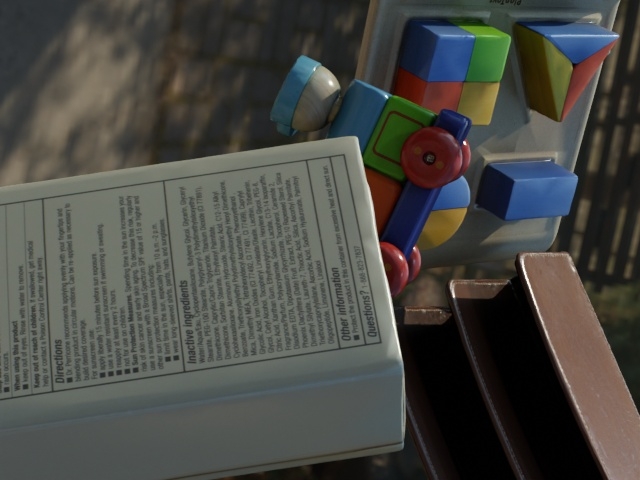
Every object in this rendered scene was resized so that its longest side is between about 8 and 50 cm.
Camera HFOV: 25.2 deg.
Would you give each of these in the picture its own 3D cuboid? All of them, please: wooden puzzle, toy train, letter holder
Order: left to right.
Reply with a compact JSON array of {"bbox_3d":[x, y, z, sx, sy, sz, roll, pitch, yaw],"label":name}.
[{"bbox_3d":[0.000,0.000,1.031,0.248,0.143,0.105,-65,173,8],"label":"toy train"},{"bbox_3d":[0.166,-0.107,1.446,0.322,0.080,0.348,-6,123,-36],"label":"wooden puzzle"},{"bbox_3d":[0.203,0.176,1.449,0.214,0.152,0.302,3,62,-55],"label":"letter holder"}]

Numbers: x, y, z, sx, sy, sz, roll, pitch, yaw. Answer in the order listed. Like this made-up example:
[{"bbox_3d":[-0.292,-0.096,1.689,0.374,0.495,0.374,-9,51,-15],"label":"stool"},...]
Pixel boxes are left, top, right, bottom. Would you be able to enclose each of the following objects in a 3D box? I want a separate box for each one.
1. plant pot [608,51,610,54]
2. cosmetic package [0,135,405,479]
[{"bbox_3d":[0.232,-0.300,1.659,0.234,0.165,0.166,60,7,-13],"label":"plant pot"},{"bbox_3d":[-0.115,0.053,0.816,0.113,0.309,0.160,83,-2,-58],"label":"cosmetic package"}]
